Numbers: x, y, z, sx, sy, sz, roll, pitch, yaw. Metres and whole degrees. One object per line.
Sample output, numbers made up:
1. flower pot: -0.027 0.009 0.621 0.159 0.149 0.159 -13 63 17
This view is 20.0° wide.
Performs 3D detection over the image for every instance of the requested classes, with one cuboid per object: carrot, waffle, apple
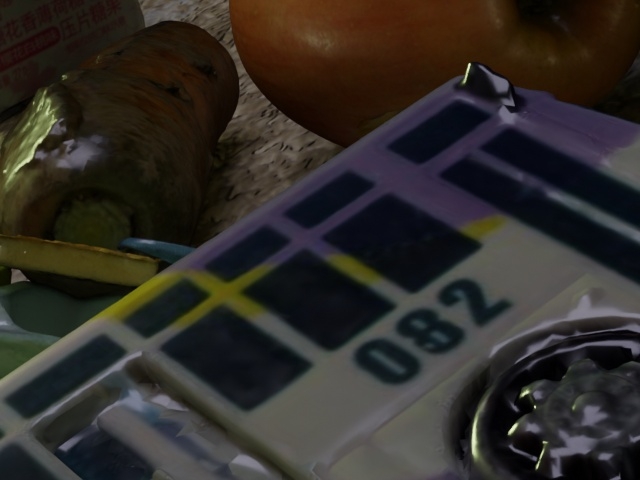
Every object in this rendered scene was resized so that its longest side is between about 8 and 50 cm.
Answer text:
1. carrot: -0.129 -0.054 1.180 0.138 0.139 0.302 -12 16 12
2. waffle: -0.139 0.009 0.970 0.092 0.021 0.135 9 -3 -16
3. apple: 0.075 -0.163 1.143 0.242 0.242 0.241 -35 30 -29

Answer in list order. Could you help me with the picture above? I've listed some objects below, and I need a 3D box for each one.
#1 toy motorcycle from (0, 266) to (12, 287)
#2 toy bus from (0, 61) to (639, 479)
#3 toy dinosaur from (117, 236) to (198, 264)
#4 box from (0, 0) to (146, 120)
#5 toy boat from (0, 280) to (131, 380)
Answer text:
1. toy motorcycle: -0.358 0.006 1.084 0.342 0.142 0.206 13 39 4
2. toy bus: -0.009 0.136 0.612 0.440 0.209 0.249 -35 41 -23
3. toy dinosaur: -0.020 0.019 1.015 0.197 0.045 0.080 8 0 4
4. box: -0.264 -0.275 1.423 0.190 0.370 0.112 -30 43 -18
5. toy boat: -0.131 0.069 0.912 0.290 0.100 0.199 9 0 -40
